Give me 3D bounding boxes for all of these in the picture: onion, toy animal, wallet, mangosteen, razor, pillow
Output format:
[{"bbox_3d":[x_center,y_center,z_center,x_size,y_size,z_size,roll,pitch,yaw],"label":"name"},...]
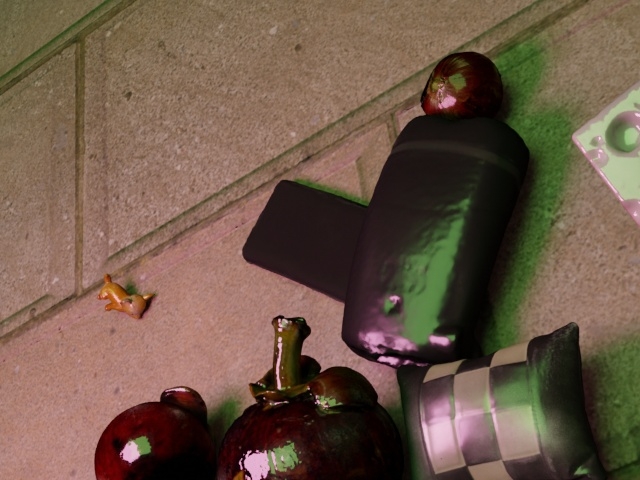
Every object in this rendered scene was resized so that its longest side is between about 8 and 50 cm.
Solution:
[{"bbox_3d":[0.201,-0.201,1.596,0.118,0.118,0.117,27,116,46],"label":"onion"},{"bbox_3d":[-0.317,0.090,1.890,0.083,0.060,0.081,-6,95,43],"label":"toy animal"},{"bbox_3d":[0.000,0.000,1.695,0.285,0.030,0.146,21,82,45],"label":"wallet"},{"bbox_3d":[-0.220,0.294,1.615,0.200,0.200,0.200,-21,52,30],"label":"mangosteen"},{"bbox_3d":[-0.022,0.232,1.402,0.231,0.231,0.289,-16,86,33],"label":"mangosteen"},{"bbox_3d":[0.146,0.001,1.506,0.204,0.113,0.349,4,67,37],"label":"razor"},{"bbox_3d":[0.202,0.208,1.330,0.250,0.106,0.186,-18,66,33],"label":"pillow"}]

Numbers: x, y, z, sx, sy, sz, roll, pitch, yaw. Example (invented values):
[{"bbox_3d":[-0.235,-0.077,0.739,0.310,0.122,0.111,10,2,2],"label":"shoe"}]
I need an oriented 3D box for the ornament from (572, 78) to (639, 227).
[{"bbox_3d":[0.443,-0.059,1.154,0.239,0.240,0.240,-40,58,16],"label":"ornament"}]
